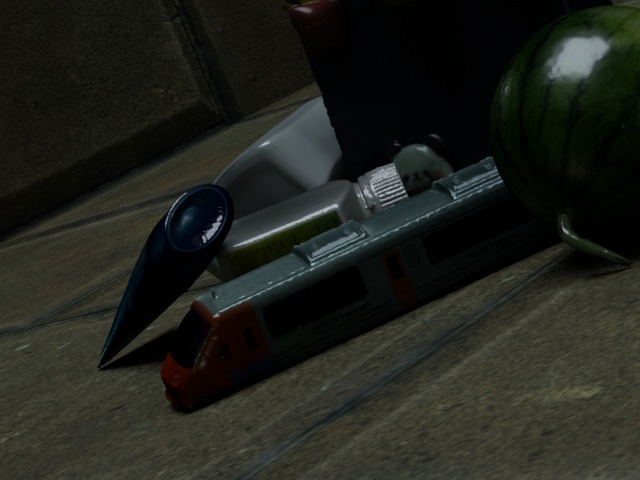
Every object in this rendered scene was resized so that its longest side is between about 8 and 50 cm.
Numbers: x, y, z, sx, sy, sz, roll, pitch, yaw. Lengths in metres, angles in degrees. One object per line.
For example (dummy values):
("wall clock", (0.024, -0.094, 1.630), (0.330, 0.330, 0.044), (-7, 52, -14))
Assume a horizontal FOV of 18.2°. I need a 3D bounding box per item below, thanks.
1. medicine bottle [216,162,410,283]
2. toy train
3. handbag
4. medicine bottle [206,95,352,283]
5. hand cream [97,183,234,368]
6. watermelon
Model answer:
("medicine bottle", (0.000, 0.000, 1.908), (0.188, 0.088, 0.132), (-22, 11, 3))
("toy train", (0.046, 0.021, 1.689), (0.409, 0.089, 0.086), (-24, 14, -10))
("handbag", (0.133, -0.193, 1.966), (0.303, 0.329, 0.122), (-17, 14, 35))
("medicine bottle", (-0.028, -0.060, 2.149), (0.179, 0.124, 0.324), (-56, -1, 19))
("hand cream", (-0.153, 0.033, 1.903), (0.120, 0.061, 0.270), (-57, 4, -30))
("watermelon", (0.220, -0.082, 1.569), (0.188, 0.188, 0.215), (-9, 46, 56))
